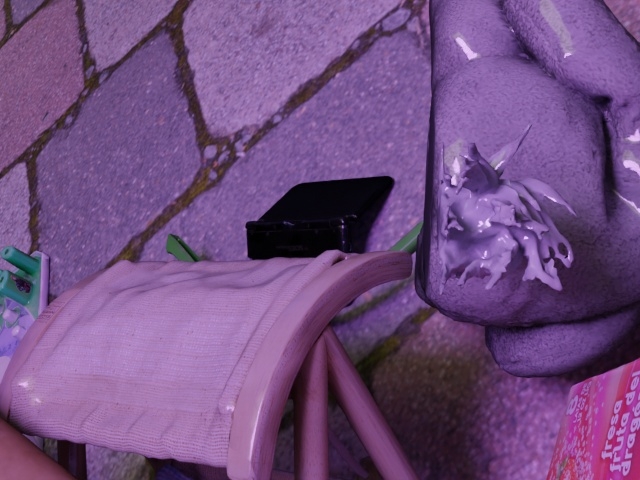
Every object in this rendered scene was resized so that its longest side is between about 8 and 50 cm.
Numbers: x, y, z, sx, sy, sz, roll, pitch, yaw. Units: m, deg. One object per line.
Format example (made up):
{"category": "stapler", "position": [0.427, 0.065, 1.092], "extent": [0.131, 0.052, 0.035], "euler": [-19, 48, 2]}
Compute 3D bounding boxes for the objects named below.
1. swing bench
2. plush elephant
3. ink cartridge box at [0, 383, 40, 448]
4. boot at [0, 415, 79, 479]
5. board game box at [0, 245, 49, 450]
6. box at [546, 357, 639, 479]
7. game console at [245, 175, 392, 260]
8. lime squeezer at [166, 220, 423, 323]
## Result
{"category": "swing bench", "position": [-0.063, 0.143, 0.640], "extent": [0.253, 0.254, 0.165], "euler": [-4, 15, 45]}
{"category": "plush elephant", "position": [0.188, -0.038, 0.581], "extent": [0.330, 0.256, 0.271], "euler": [-76, -12, -74]}
{"category": "ink cartridge box", "position": [-0.292, 0.301, 0.848], "extent": [0.207, 0.119, 0.353], "euler": [-46, 55, 9]}
{"category": "boot", "position": [-0.207, 0.104, 0.600], "extent": [0.270, 0.236, 0.089], "euler": [28, 44, 36]}
{"category": "board game box", "position": [-0.451, 0.239, 1.148], "extent": [0.390, 0.050, 0.390], "euler": [-35, 43, 22]}
{"category": "box", "position": [0.160, 0.209, 0.422], "extent": [0.142, 0.154, 0.299], "euler": [118, 171, -71]}
{"category": "game console", "position": [0.000, 0.000, 0.904], "extent": [0.122, 0.071, 0.107], "euler": [-2, 91, 45]}
{"category": "lime squeezer", "position": [-0.032, 0.046, 0.863], "extent": [0.310, 0.059, 0.110], "euler": [-3, 58, 45]}
